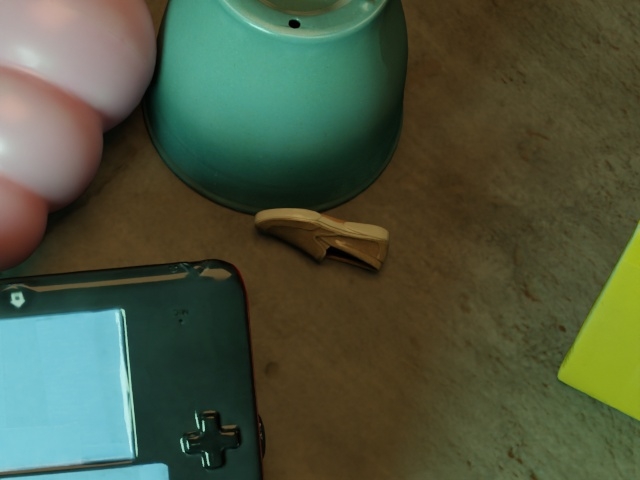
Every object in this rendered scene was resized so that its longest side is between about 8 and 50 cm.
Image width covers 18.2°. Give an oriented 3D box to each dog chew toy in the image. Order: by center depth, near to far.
[{"bbox_3d":[-0.288,-0.118,1.916,0.206,0.206,0.332,19,71,2],"label":"dog chew toy"}]

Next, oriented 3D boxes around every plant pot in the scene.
[{"bbox_3d":[-0.032,-0.201,1.958,0.271,0.255,0.272,4,62,-7],"label":"plant pot"}]

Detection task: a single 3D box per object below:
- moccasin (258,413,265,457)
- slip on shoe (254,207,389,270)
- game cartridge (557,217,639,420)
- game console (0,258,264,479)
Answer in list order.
[{"bbox_3d":[-0.213,0.199,1.792,0.342,0.117,0.138,-10,64,-13],"label":"moccasin"},{"bbox_3d":[0.000,0.000,1.975,0.135,0.051,0.041,12,72,-9],"label":"slip on shoe"},{"bbox_3d":[0.381,0.107,1.810,0.285,0.324,0.053,26,64,6],"label":"game cartridge"},{"bbox_3d":[-0.242,0.201,1.705,0.386,0.060,0.342,-5,99,-3],"label":"game console"}]
